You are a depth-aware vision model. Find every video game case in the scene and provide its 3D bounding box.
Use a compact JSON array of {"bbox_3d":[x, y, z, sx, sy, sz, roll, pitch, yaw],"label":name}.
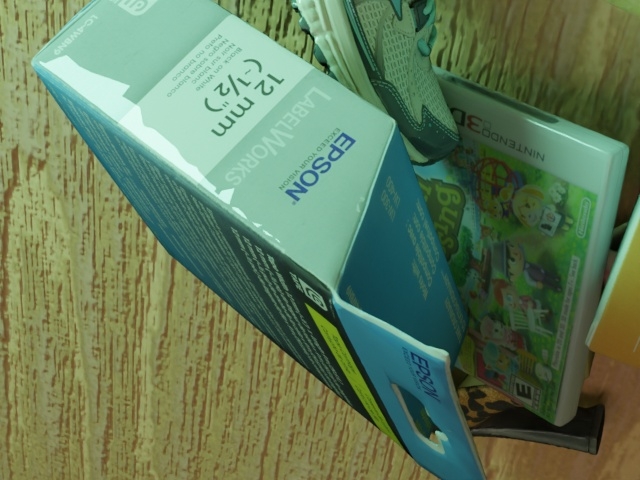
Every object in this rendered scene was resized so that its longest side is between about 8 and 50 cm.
[{"bbox_3d":[0.110,-0.002,0.882,0.193,0.023,0.212,29,129,37],"label":"video game case"}]

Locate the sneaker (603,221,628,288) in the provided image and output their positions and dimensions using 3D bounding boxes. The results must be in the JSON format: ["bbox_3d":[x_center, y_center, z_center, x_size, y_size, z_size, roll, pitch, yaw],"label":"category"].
[{"bbox_3d":[0.255,0.017,0.877,0.134,0.051,0.070,1,134,34],"label":"sneaker"}]

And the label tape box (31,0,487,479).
[{"bbox_3d":[0.000,0.000,0.817,0.348,0.115,0.249,35,165,31],"label":"label tape box"}]

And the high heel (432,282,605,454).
[{"bbox_3d":[0.119,0.069,0.970,0.186,0.093,0.261,8,137,21],"label":"high heel"}]

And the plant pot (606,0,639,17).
[{"bbox_3d":[0.208,-0.260,0.511,0.276,0.254,0.276,16,134,17],"label":"plant pot"}]

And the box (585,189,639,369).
[{"bbox_3d":[0.358,0.001,0.722,0.345,0.168,0.215,20,135,12],"label":"box"}]

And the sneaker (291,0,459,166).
[{"bbox_3d":[0.036,-0.177,0.777,0.122,0.110,0.283,-24,111,11],"label":"sneaker"}]
